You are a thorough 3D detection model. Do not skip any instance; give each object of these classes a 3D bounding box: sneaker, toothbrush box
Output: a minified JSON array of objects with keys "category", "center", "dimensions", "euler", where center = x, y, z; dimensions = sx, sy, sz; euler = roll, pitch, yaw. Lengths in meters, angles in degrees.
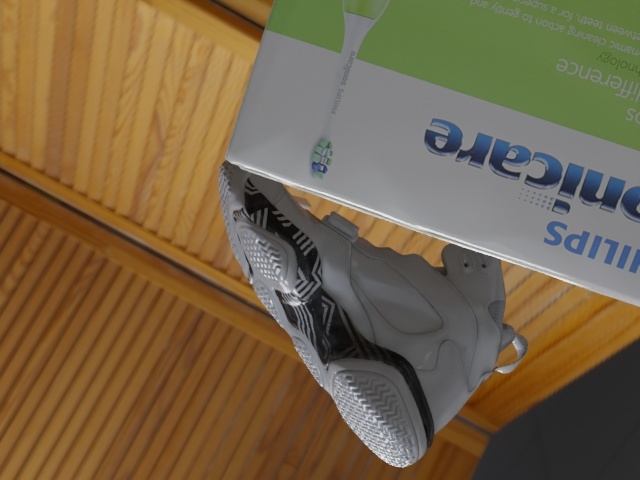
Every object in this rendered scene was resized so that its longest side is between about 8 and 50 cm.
[{"category":"sneaker","center":[0.054,0.035,0.929],"dimensions":[0.210,0.366,0.137],"euler":[-31,169,-19]},{"category":"toothbrush box","center":[0.105,-0.136,0.397],"dimensions":[0.122,0.206,0.283],"euler":[-24,132,-80]}]

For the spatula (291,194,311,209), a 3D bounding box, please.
[{"category":"spatula","center":[0.000,0.000,1.096],"dimensions":[0.019,0.168,0.242],"euler":[-39,174,5]}]
